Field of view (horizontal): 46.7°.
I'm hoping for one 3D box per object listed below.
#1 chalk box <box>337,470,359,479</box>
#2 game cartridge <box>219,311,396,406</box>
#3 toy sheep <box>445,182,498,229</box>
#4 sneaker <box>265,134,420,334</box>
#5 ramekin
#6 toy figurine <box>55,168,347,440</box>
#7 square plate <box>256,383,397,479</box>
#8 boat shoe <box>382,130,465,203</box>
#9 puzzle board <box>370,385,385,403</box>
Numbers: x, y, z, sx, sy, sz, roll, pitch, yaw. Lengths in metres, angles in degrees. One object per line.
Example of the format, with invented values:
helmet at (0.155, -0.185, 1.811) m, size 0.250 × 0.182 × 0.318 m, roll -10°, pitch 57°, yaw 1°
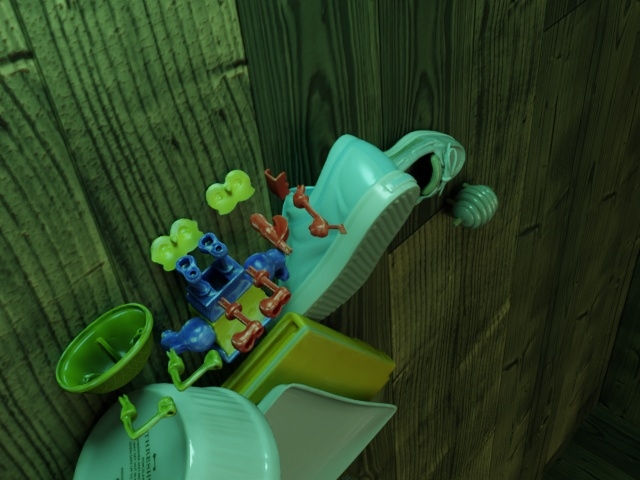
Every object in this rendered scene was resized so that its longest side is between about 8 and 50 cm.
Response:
chalk box at (-0.012, 0.545, 1.435) m, size 0.213 × 0.132 × 0.132 m, roll -12°, pitch 123°, yaw -49°
game cartridge at (-0.045, 0.257, 1.143) m, size 0.285 × 0.053 × 0.323 m, roll -48°, pitch 147°, yaw 6°
toy sheep at (0.295, -0.065, 1.440) m, size 0.132 × 0.091 × 0.091 m, roll -42°, pitch 142°, yaw -27°
sneaker at (0.000, 0.000, 1.071) m, size 0.135 × 0.150 × 0.366 m, roll -16°, pitch 149°, yaw -49°
ramekin at (-0.191, 0.301, 0.911) m, size 0.127 × 0.273 × 0.273 m, roll 32°, pitch 87°, yaw -44°
toy figurine at (-0.119, 0.111, 0.935) m, size 0.362 × 0.191 × 0.217 m, roll -47°, pitch 149°, yaw -18°
square plate at (-0.075, 0.349, 1.120) m, size 0.347 × 0.049 × 0.344 m, roll -50°, pitch 146°, yaw 8°
boat shoe at (0.146, -0.101, 1.198) m, size 0.320 × 0.103 × 0.118 m, roll -18°, pitch 127°, yaw -46°
puzzle board at (0.100, 0.326, 1.537) m, size 0.096 × 0.011 × 0.128 m, roll -19°, pitch 128°, yaw -44°
